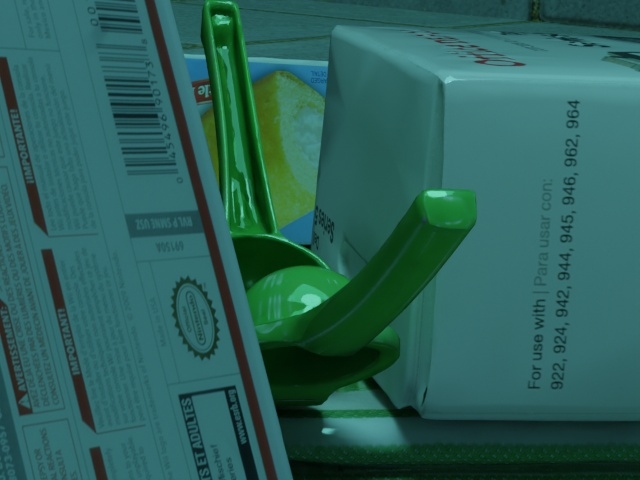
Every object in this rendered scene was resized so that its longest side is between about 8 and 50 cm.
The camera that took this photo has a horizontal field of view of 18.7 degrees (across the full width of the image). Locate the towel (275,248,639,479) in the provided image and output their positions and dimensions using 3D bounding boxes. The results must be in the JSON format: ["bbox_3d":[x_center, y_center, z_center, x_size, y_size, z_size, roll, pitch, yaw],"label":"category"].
[{"bbox_3d":[0.054,0.048,0.784,0.248,0.038,0.325,0,10,-13],"label":"towel"}]

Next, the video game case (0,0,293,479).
[{"bbox_3d":[-0.116,0.015,0.434,0.025,0.204,0.285,-20,-10,36],"label":"video game case"}]

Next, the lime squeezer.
[{"bbox_3d":[-0.003,0.004,0.606,0.059,0.110,0.310,19,10,-17],"label":"lime squeezer"}]

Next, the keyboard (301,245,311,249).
[{"bbox_3d":[0.000,0.000,1.087,0.256,0.014,0.072,-2,7,-24],"label":"keyboard"}]

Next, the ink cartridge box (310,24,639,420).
[{"bbox_3d":[0.146,-0.011,0.707,0.272,0.115,0.198,2,10,-11],"label":"ink cartridge box"}]

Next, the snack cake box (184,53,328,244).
[{"bbox_3d":[-0.020,-0.045,0.966,0.264,0.089,0.152,-1,3,-33],"label":"snack cake box"}]
